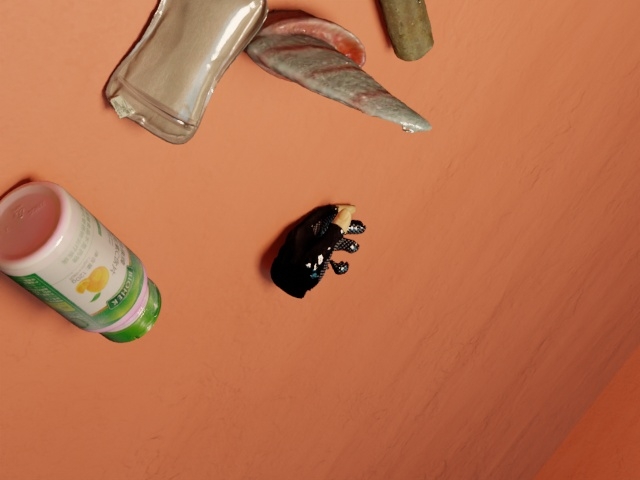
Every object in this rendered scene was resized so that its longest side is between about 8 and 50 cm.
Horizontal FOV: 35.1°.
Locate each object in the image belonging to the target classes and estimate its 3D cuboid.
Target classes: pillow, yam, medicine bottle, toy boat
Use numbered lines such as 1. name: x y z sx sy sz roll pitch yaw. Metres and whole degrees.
1. pillow: -0.171 -0.238 1.279 0.131 0.038 0.232 29 105 -14
2. yam: 0.121 -0.339 1.467 0.068 0.068 0.169 -38 145 -7
3. medicine bottle: -0.324 0.041 1.372 0.133 0.133 0.274 -41 145 -4
4. toy boat: 0.021 -0.211 1.318 0.206 0.282 0.096 -1 125 -44

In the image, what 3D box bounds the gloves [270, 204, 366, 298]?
1. gloves: -0.002 0.000 1.689 0.180 0.106 0.129 -57 155 -32
